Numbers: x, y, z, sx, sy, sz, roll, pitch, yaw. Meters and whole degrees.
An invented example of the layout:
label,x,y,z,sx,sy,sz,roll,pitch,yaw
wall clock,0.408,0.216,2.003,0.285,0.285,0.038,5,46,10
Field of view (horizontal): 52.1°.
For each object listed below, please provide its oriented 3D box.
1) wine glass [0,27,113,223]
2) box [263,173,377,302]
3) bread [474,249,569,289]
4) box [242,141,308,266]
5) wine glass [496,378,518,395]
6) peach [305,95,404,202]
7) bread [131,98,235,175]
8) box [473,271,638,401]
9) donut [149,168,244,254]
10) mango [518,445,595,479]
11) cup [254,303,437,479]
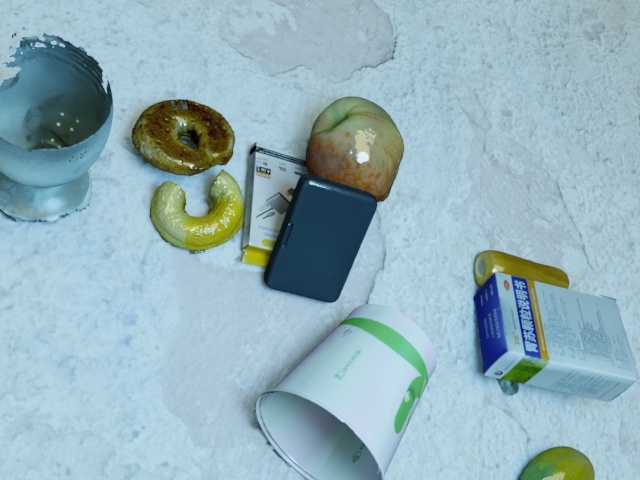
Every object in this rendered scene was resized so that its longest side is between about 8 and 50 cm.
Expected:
label,x,y,z,sx,sy,sz,roll,pitch,yaw
wine glass,-0.420,-0.151,0.990,0.190,0.357,0.191,7,69,-20
box,0.000,0.000,1.229,0.160,0.050,0.230,15,109,-19
bread,0.461,0.083,1.477,0.239,0.074,0.093,14,62,-20
box,-0.084,-0.066,1.292,0.129,0.033,0.247,13,67,-29
wine glass,0.473,0.273,1.421,0.198,0.066,0.066,-15,79,-29
peach,0.079,-0.165,1.312,0.232,0.232,0.233,8,69,-22
bread,-0.255,-0.191,1.227,0.193,0.064,0.193,11,50,-13
box,0.487,0.202,1.374,0.299,0.106,0.200,13,48,-10
donut,-0.218,-0.055,1.211,0.181,0.078,0.146,-11,74,-26
mango,0.472,0.497,1.328,0.194,0.092,0.130,-37,92,-22
cup,0.059,0.266,1.143,0.253,0.253,0.274,46,51,-4
